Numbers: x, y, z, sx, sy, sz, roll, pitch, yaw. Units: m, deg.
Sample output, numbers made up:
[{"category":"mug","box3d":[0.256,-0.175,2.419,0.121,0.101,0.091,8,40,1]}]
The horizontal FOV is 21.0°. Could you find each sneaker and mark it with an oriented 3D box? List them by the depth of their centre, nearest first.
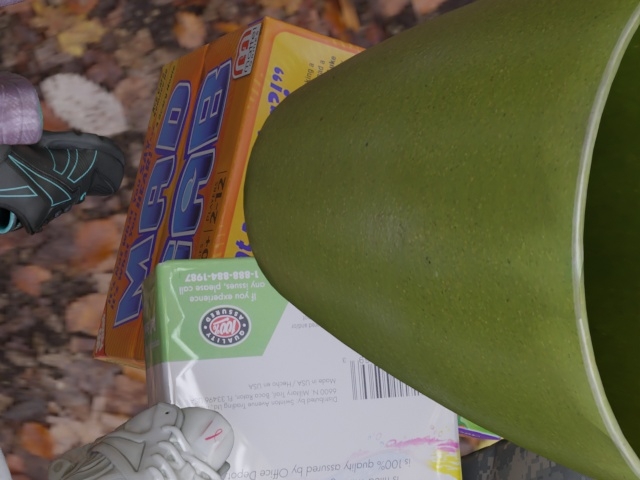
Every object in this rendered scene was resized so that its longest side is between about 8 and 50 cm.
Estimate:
[{"category":"sneaker","box3d":[-0.102,0.144,1.021,0.115,0.232,0.090,-39,105,-2]},{"category":"sneaker","box3d":[-0.271,-0.054,1.556,0.267,0.101,0.106,11,78,-61]}]

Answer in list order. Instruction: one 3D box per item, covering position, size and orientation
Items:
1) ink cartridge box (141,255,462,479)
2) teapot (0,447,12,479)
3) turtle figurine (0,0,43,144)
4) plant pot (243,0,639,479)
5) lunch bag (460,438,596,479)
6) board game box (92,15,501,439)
[{"category":"ink cartridge box","box3d":[-0.011,0.190,1.202,0.207,0.119,0.354,-2,83,-13]},{"category":"teapot","box3d":[-0.267,0.173,0.857,0.187,0.252,0.256,-6,77,-34]},{"category":"turtle figurine","box3d":[-0.250,-0.073,0.800,0.234,0.118,0.175,-13,137,-25]},{"category":"plant pot","box3d":[0.106,-0.016,0.898,0.274,0.293,0.275,-5,97,-42]},{"category":"lunch bag","box3d":[0.213,0.269,1.200,0.169,0.235,0.287,-1,74,-26]},{"category":"board game box","box3d":[0.000,0.000,1.890,0.356,0.356,0.357,16,82,-21]}]
